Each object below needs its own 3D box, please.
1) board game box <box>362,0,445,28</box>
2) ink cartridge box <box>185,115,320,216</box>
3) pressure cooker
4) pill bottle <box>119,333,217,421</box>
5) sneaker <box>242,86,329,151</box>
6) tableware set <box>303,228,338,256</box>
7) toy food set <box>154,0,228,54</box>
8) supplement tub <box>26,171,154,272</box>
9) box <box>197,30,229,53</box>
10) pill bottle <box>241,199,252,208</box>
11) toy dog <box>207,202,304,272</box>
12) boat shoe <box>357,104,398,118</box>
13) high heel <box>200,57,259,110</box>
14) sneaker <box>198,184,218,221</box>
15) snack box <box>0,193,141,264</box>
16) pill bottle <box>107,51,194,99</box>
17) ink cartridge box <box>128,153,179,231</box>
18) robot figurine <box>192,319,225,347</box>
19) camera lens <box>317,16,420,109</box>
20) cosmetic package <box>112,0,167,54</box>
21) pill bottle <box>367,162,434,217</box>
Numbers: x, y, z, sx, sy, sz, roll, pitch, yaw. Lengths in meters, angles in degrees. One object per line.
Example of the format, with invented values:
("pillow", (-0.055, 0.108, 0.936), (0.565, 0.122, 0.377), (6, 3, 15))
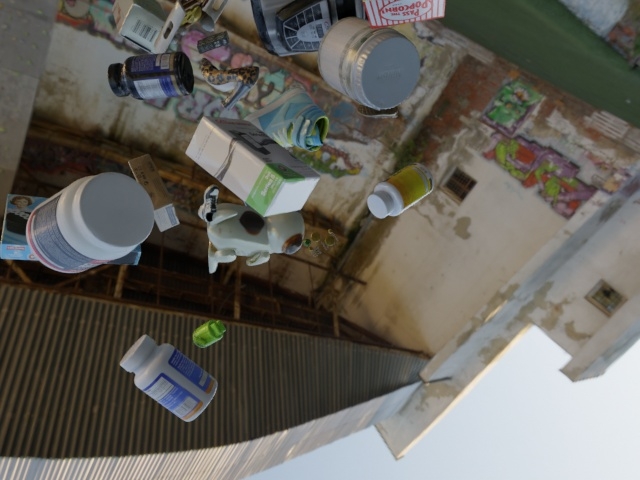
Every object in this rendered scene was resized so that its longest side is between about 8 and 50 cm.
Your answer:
("board game box", (0.151, -0.448, 0.867), (0.146, 0.045, 0.193), (-4, -177, 14))
("ink cartridge box", (-0.167, -0.191, 1.215), (0.273, 0.115, 0.198), (39, -157, 14))
("pressure cooker", (-0.004, -0.837, 1.623), (0.420, 0.376, 0.370), (-5, -161, 9))
("pill bottle", (-0.461, 0.410, 1.460), (0.272, 0.152, 0.152), (44, -159, -15))
("sneaker", (-0.113, -0.311, 1.446), (0.208, 0.319, 0.127), (45, 173, 29))
("tableware set", (0.000, 0.000, 2.293), (0.104, 0.154, 0.024), (56, 170, -4))
("toy food set", (-0.422, -0.763, 1.650), (0.092, 0.219, 0.306), (44, -131, -13))
("supplement tub", (-0.528, -0.037, 1.105), (0.191, 0.272, 0.191), (19, -116, -46))
("box", (-0.280, -0.519, 1.259), (0.083, 0.018, 0.067), (-19, -142, 2))
("pill bottle", (-0.342, -0.225, 2.473), (0.130, 0.130, 0.246), (-83, -29, -64))
("toy dog", (-0.270, -0.055, 2.049), (0.407, 0.395, 0.285), (-1, -123, -11))
("boat shoe", (0.244, -0.544, 2.046), (0.177, 0.064, 0.060), (9, 167, 21))
("high heel", (-0.326, -0.618, 1.741), (0.261, 0.186, 0.093), (57, -160, 21))
("sneaker", (-0.223, -0.075, 0.994), (0.032, 0.083, 0.037), (-10, -136, -46))
("snack box", (-0.662, -0.028, 1.297), (0.321, 0.060, 0.187), (5, -138, -31))
("pill bottle", (-0.490, -0.474, 1.396), (0.219, 0.123, 0.123), (-3, -155, 6))
("ink cartridge box", (-0.635, -0.180, 1.847), (0.088, 0.193, 0.235), (-26, -105, -16))
("robot figurine", (-0.355, 0.294, 1.520), (0.067, 0.115, 0.101), (58, -158, -1))
("camera lens", (0.134, -0.526, 1.423), (0.219, 0.219, 0.274), (11, -156, -36))
("cosmetic package", (-0.674, -0.833, 1.802), (0.153, 0.129, 0.296), (22, -153, -39))
("pill bottle", (0.253, -0.155, 1.536), (0.215, 0.117, 0.117), (-33, -119, -28))
